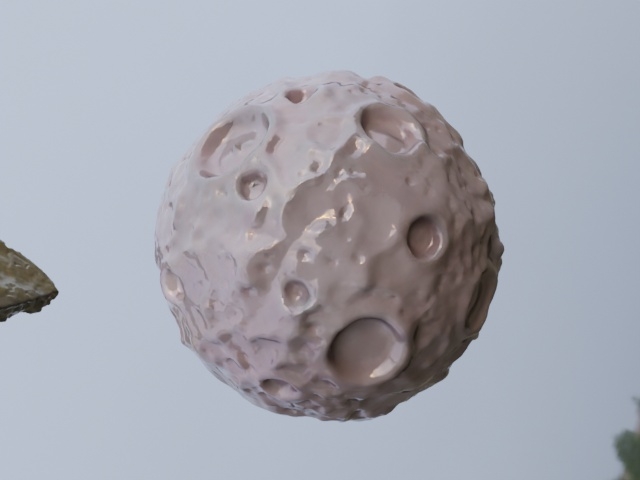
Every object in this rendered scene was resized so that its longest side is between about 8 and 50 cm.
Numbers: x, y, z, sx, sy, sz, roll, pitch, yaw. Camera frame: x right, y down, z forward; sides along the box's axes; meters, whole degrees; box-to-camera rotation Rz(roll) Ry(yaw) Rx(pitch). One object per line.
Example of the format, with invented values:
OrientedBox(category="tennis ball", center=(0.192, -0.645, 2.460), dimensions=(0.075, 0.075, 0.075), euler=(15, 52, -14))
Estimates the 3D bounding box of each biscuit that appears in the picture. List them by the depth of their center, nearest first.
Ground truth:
OrientedBox(category="biscuit", center=(-0.373, 0.037, 1.103), dimensions=(0.032, 0.133, 0.250), euler=(-42, -10, 31))

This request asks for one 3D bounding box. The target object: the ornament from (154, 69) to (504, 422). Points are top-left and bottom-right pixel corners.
OrientedBox(category="ornament", center=(0.000, 0.000, 0.833), dimensions=(0.225, 0.259, 0.259), euler=(48, -122, -35))
